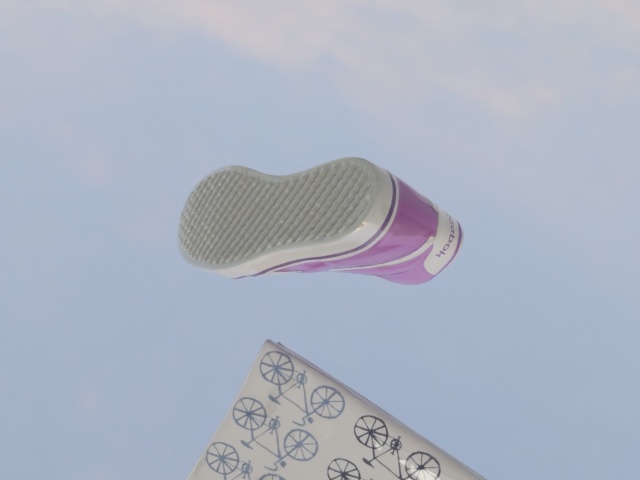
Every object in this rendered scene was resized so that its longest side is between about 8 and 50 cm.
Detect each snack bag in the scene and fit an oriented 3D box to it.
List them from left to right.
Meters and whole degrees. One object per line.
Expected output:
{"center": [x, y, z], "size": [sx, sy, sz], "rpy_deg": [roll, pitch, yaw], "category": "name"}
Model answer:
{"center": [0.001, 0.311, 1.051], "size": [0.323, 0.342, 0.037], "rpy_deg": [33, -166, 7], "category": "snack bag"}

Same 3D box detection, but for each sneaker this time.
{"center": [0.000, 0.001, 1.010], "size": [0.161, 0.282, 0.102], "rpy_deg": [21, -104, -41], "category": "sneaker"}
